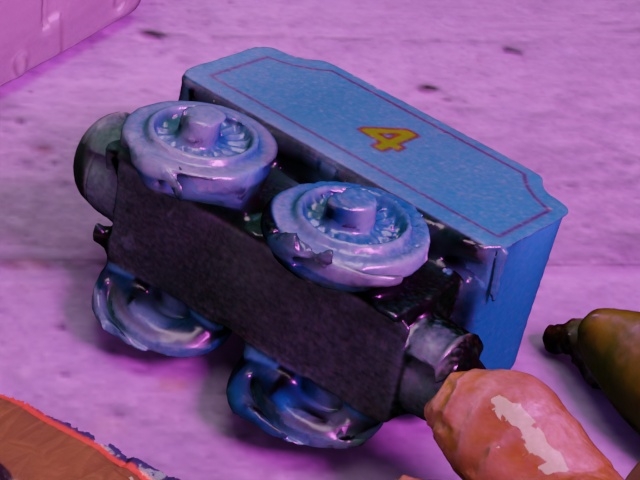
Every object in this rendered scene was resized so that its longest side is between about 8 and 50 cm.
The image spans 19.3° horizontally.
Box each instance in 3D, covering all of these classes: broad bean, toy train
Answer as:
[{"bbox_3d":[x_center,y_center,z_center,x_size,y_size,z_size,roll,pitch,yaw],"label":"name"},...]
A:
[{"bbox_3d":[0.170,0.078,0.742,0.213,0.048,0.070,32,68,36],"label":"broad bean"},{"bbox_3d":[0.000,0.000,0.771,0.198,0.107,0.154,30,34,26],"label":"toy train"}]

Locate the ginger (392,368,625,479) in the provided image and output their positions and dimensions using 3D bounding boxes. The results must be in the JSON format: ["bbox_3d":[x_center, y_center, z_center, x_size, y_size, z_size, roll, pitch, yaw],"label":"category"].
[{"bbox_3d":[0.163,0.137,0.645,0.298,0.065,0.118,20,67,7],"label":"ginger"}]

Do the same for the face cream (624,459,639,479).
[{"bbox_3d":[0.164,0.166,0.481,0.179,0.218,0.218,7,36,-2],"label":"face cream"}]

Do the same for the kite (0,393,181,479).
[{"bbox_3d":[-0.111,0.153,0.585,0.327,0.013,0.377,4,31,-18],"label":"kite"}]

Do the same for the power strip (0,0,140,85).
[{"bbox_3d":[-0.181,-0.111,0.882,0.058,0.098,0.338,25,38,25],"label":"power strip"}]
